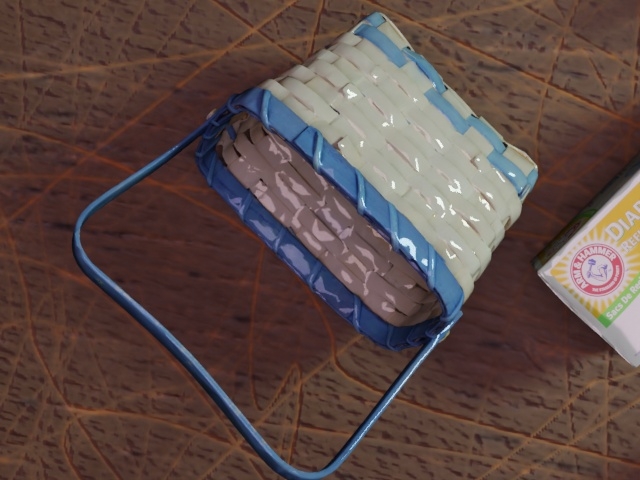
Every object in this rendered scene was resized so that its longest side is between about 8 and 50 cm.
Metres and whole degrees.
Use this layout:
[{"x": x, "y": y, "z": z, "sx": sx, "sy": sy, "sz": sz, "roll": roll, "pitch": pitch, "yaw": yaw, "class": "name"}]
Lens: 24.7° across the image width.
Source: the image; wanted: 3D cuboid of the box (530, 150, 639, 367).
[{"x": 0.267, "y": -0.014, "z": 1.111, "sx": 0.103, "sy": 0.114, "sz": 0.203, "roll": 44, "pitch": 98, "yaw": 1, "class": "box"}]

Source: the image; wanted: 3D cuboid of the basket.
[{"x": 0.000, "y": 0.000, "z": 1.077, "sx": 0.289, "sy": 0.201, "sz": 0.255, "roll": -42, "pitch": 88, "yaw": -25, "class": "basket"}]
